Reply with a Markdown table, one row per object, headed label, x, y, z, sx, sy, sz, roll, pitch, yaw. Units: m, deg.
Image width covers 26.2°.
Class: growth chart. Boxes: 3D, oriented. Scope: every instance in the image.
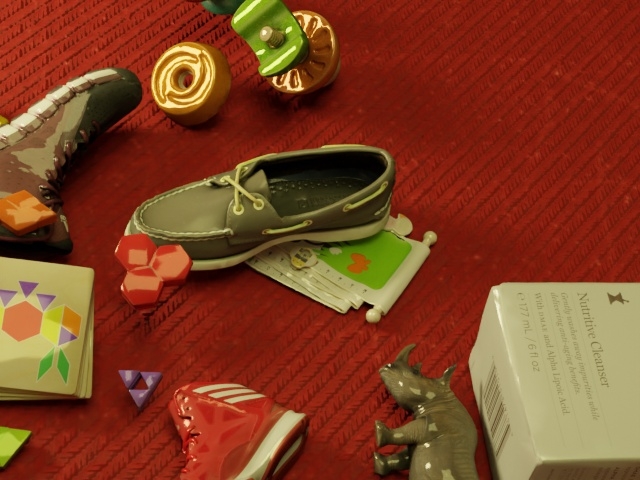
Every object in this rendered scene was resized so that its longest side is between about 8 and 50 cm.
| label | x | y | z | sx | sy | sz | roll | pitch | yaw |
| --- | --- | --- | --- | --- | --- | --- | --- | --- | --- |
| growth chart | 0.000 | 0.000 | 1.546 | 0.237 | 0.021 | 0.172 | 22 | 52 | 7 |

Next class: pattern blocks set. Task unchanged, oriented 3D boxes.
| label | x | y | z | sx | sy | sz | roll | pitch | yaw |
| --- | --- | --- | --- | --- | --- | --- | --- | --- | --- |
| pattern blocks set | -0.313 | 0.088 | 1.387 | 0.324 | 0.026 | 0.285 | 15 | 69 | -1 |

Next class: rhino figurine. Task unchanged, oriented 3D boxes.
| label | x | y | z | sx | sy | sz | roll | pitch | yaw |
| --- | --- | --- | --- | --- | --- | --- | --- | --- | --- |
| rhino figurine | 0.107 | 0.207 | 1.375 | 0.106 | 0.073 | 0.243 | -2 | 52 | -6 |

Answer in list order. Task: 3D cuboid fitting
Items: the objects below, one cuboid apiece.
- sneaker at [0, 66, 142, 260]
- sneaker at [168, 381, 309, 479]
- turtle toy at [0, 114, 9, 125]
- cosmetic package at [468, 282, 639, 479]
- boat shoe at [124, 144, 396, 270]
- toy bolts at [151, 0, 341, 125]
| label | x | y | z | sx | sy | sz | roll | pitch | yaw |
| --- | --- | --- | --- | --- | --- | --- | --- | --- | --- |
| sneaker | -0.287 | -0.066 | 1.513 | 0.281 | 0.106 | 0.162 | -32 | 71 | -18 |
| sneaker | -0.119 | 0.222 | 1.336 | 0.128 | 0.087 | 0.221 | 27 | 41 | 22 |
| turtle toy | -0.417 | -0.132 | 1.550 | 0.095 | 0.066 | 0.130 | 26 | 54 | 11 |
| cosmetic package | 0.363 | 0.166 | 1.393 | 0.385 | 0.156 | 0.217 | -2 | 52 | -9 |
| boat shoe | -0.062 | -0.044 | 1.496 | 0.305 | 0.091 | 0.109 | -10 | 55 | -18 |
| toy bolts | -0.100 | -0.247 | 1.677 | 0.218 | 0.158 | 0.228 | -33 | 68 | 17 |
